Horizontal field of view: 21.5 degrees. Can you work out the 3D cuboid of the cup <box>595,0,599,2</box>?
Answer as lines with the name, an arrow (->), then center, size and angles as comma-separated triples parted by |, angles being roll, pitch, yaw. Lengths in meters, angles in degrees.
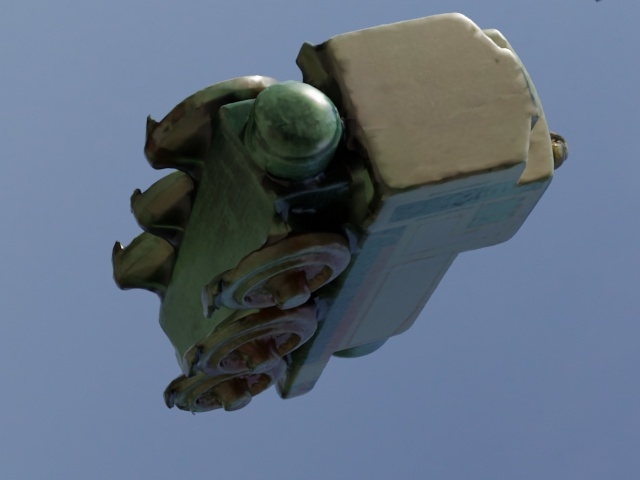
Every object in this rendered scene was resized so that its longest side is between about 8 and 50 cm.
cup -> 0.243, -0.220, 1.252 | 0.099, 0.102, 0.074 | -19, -126, 15

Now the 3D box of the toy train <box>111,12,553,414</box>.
toy train -> 0.000, 0.000, 0.584 | 0.194, 0.125, 0.080 | 115, -41, -63

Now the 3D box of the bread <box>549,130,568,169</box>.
bread -> 0.155, -0.069, 1.274 | 0.088, 0.049, 0.033 | -148, -140, -76
